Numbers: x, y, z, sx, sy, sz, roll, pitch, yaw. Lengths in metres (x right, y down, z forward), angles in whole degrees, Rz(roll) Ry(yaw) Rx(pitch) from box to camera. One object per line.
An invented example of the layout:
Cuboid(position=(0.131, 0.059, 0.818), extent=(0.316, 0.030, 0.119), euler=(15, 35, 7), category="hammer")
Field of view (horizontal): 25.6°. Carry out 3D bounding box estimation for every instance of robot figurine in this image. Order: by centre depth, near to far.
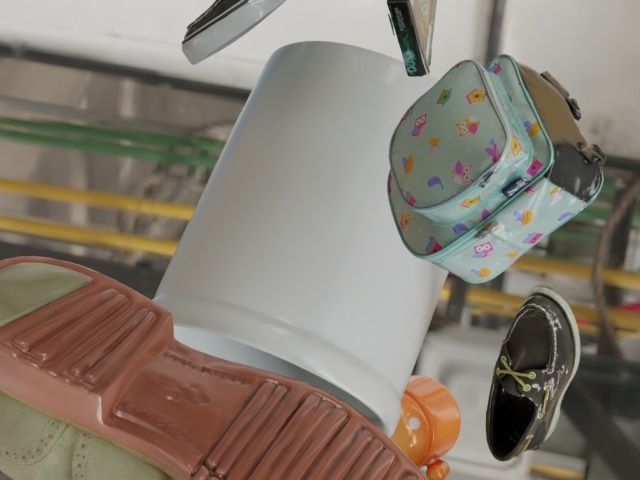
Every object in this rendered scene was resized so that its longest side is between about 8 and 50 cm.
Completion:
Cuboid(position=(0.115, 0.257, 1.944), extent=(0.219, 0.128, 0.158), euler=(-8, 91, -61), category="robot figurine")

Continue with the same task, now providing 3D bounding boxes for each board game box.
Cuboid(position=(0.100, -0.282, 1.475), extent=(0.126, 0.026, 0.186), euler=(66, 28, -57), category="board game box")

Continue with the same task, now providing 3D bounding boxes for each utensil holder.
Cuboid(position=(0.000, 0.000, 1.696), extent=(0.327, 0.328, 0.385), euler=(75, 35, -68), category="utensil holder")

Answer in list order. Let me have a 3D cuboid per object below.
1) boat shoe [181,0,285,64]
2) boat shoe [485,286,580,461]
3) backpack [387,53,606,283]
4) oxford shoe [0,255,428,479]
Cuboid(position=(-0.059, -0.331, 1.632), extent=(0.306, 0.105, 0.113), euler=(-42, -170, -3), category="boat shoe")
Cuboid(position=(0.228, 0.154, 1.551), extent=(0.069, 0.081, 0.227), euler=(-32, 140, -35), category="boat shoe")
Cuboid(position=(0.144, -0.061, 1.303), extent=(0.188, 0.144, 0.165), euler=(-50, -139, 32), category="backpack")
Cuboid(position=(-0.069, 0.164, 0.917), extent=(0.140, 0.397, 0.146), euler=(-39, 158, -51), category="oxford shoe")
